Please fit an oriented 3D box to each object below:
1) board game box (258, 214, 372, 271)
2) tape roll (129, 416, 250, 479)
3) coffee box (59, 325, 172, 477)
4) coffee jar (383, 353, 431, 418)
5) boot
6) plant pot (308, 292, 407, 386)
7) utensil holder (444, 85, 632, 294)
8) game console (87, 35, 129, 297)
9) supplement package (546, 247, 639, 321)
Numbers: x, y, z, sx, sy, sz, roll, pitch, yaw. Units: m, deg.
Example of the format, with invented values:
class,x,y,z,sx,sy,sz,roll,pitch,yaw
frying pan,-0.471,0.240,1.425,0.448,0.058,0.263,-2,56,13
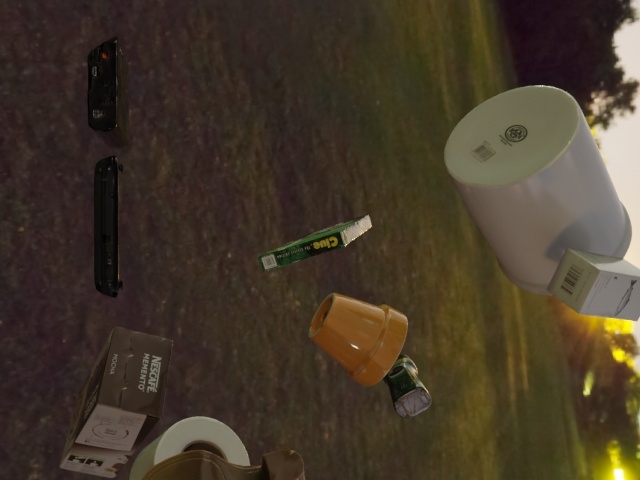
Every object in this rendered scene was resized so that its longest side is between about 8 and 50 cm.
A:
class,x,y,z,sx,sy,sz,roll,pitch,yaw
board game box,0.000,0.000,1.140,0.260,0.136,0.030,-29,104,-74
tape roll,-0.313,0.565,1.644,0.246,0.169,0.246,20,51,-26
coffee box,-0.397,0.319,1.330,0.297,0.119,0.168,-51,-152,42
coffee jar,0.220,0.377,1.800,0.079,0.096,0.184,57,6,-22
boot,-0.166,0.457,1.222,0.220,0.284,0.109,98,-22,-48
plant pot,0.081,0.228,1.702,0.188,0.205,0.205,30,36,-12
utensil holder,0.501,-0.114,1.582,0.385,0.328,0.327,50,33,-38
game console,-0.304,-0.101,1.001,0.213,0.044,0.360,-172,-97,-79
supplement package,0.587,0.093,1.431,0.105,0.180,0.105,48,-56,56
